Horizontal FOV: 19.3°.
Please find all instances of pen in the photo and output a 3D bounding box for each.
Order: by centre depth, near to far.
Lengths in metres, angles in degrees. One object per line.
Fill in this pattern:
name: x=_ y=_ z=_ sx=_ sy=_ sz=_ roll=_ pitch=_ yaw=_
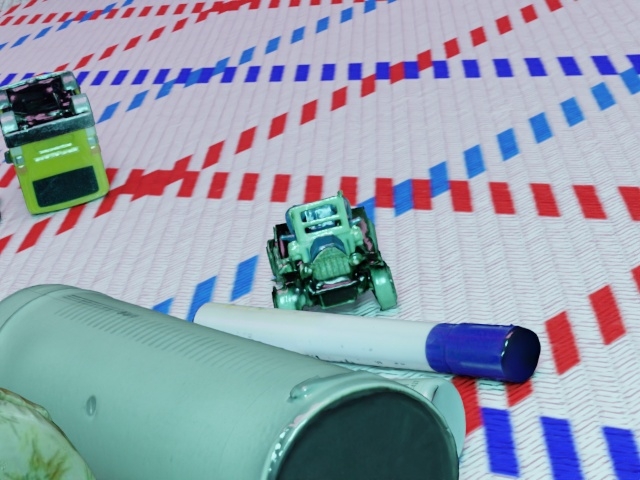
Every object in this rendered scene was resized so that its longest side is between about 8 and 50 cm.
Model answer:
pen: x=0.017 y=0.058 z=1.121 sx=0.269 sy=0.033 sz=0.033 roll=3 pitch=23 yaw=46

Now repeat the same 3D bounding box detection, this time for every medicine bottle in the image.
medicine bottle: x=0.029 y=0.094 z=0.960 sx=0.083 sy=0.047 sz=0.047 roll=-6 pitch=18 yaw=30

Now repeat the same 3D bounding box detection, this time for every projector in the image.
projector: x=-0.070 y=0.092 z=0.946 sx=0.108 sy=0.108 sz=0.337 roll=-23 pitch=18 yaw=-28

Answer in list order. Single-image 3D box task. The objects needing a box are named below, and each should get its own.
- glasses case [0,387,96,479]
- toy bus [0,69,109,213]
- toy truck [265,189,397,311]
glasses case: x=-0.278 y=0.184 z=0.722 sx=0.425 sy=0.156 sz=0.098 roll=-20 pitch=25 yaw=-20
toy bus: x=-0.252 y=-0.094 z=1.744 sx=0.088 sy=0.101 sz=0.175 roll=-17 pitch=21 yaw=-8
toy truck: x=0.000 y=0.000 z=1.251 sx=0.080 sy=0.078 sz=0.154 roll=-13 pitch=16 yaw=0
